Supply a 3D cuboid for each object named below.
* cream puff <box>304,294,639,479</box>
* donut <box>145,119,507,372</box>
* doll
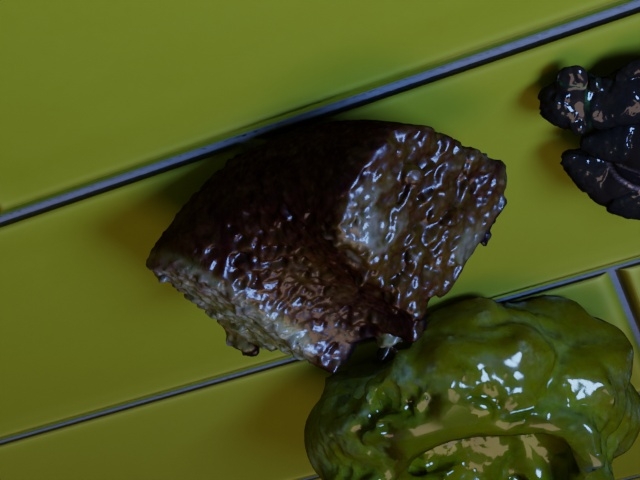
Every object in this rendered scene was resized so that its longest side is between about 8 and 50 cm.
[{"bbox_3d":[0.131,0.166,0.984,0.282,0.185,0.282,-9,156,-4],"label":"cream puff"},{"bbox_3d":[-0.006,-0.004,0.702,0.187,0.144,0.126,8,163,43],"label":"donut"},{"bbox_3d":[0.198,-0.062,0.710,0.165,0.057,0.139,10,150,-17],"label":"doll"}]
